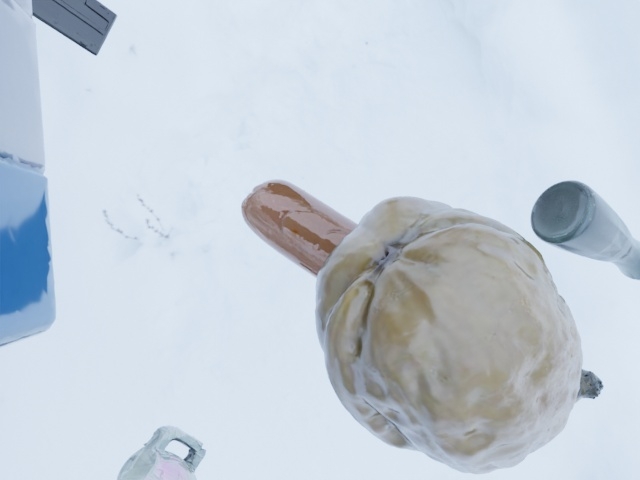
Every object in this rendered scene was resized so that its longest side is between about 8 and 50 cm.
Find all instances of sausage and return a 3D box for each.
[{"bbox_3d":[-0.001,-0.001,0.847,0.304,0.121,0.121,34,102,12],"label":"sausage"}]

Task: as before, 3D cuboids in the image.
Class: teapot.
[{"bbox_3d":[-0.398,0.596,1.222,0.221,0.163,0.178,-38,119,-18],"label":"teapot"}]

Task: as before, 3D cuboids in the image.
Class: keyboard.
[{"bbox_3d":[-0.343,-0.304,0.560,0.011,0.202,0.067,13,78,49],"label":"keyboard"}]

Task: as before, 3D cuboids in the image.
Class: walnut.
[{"bbox_3d":[0.157,0.118,0.597,0.306,0.306,0.344,-17,126,20],"label":"walnut"}]

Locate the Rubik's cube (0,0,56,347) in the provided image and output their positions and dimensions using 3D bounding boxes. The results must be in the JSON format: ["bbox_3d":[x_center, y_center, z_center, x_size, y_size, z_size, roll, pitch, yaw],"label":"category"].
[{"bbox_3d":[-0.342,-0.096,0.163,0.344,0.346,0.347,-6,89,-7],"label":"Rubik's cube"}]

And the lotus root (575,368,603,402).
[{"bbox_3d":[0.411,0.254,0.905,0.209,0.120,0.120,3,91,34],"label":"lotus root"}]

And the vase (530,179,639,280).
[{"bbox_3d":[0.386,-0.003,0.656,0.086,0.214,0.086,-38,41,42],"label":"vase"}]
